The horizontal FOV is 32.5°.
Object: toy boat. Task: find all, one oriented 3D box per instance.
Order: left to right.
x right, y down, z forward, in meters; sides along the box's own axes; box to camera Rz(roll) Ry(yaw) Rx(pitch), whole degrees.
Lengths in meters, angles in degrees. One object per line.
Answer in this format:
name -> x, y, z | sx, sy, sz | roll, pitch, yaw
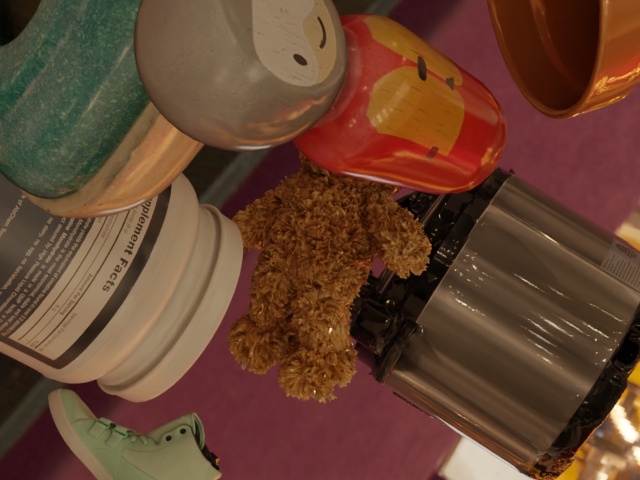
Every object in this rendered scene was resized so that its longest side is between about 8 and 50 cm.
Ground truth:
toy boat -> -0.063, -0.114, 0.460 | 0.148, 0.318, 0.267 | 15, 108, -43

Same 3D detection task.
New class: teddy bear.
teddy bear -> 0.000, 0.000, 1.161 | 0.113, 0.245, 0.338 | 19, 110, -42

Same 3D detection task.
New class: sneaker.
sneaker -> -0.238, 0.258, 1.450 | 0.151, 0.256, 0.094 | -43, 160, -6

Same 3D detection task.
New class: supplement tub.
supplement tub -> -0.215, -0.010, 0.828 | 0.272, 0.191, 0.191 | 33, 84, -27

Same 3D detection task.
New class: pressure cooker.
pressure cooker -> 0.244, 0.088, 1.577 | 0.375, 0.420, 0.370 | -58, 171, -2

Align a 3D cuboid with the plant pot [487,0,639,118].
plant pot -> 0.316, -0.288, 1.148 | 0.203, 0.291, 0.291 | -13, 119, -11
